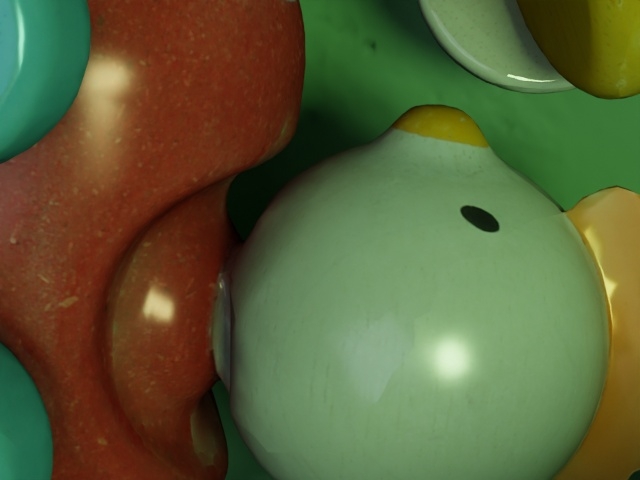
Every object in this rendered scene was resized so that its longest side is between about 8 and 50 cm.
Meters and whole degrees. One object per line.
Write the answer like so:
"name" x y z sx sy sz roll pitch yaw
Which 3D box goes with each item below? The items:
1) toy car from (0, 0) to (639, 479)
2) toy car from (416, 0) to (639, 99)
"toy car" 0.000 0.000 0.474 0.238 0.219 0.210 9 101 10
"toy car" 0.080 -0.136 0.454 0.136 0.159 0.182 -25 85 -8
